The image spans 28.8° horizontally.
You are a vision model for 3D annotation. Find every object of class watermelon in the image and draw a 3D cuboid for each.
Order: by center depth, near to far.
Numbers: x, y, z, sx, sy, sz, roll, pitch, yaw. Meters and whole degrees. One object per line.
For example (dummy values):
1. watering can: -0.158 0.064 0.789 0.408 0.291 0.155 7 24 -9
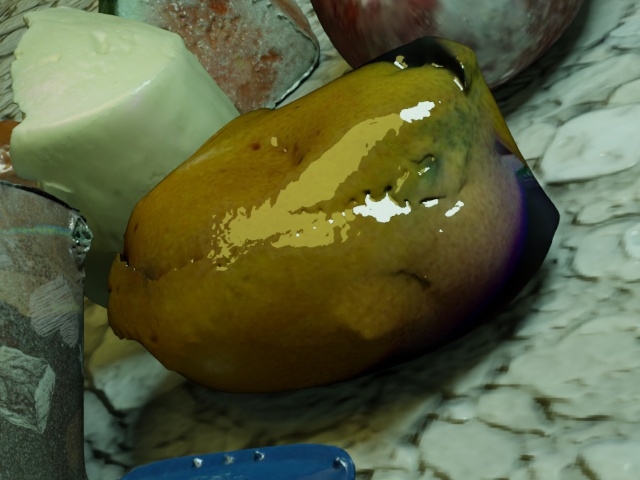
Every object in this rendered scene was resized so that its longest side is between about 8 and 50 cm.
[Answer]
1. watermelon: -0.103 -0.208 1.129 0.201 0.262 0.213 -7 29 -7

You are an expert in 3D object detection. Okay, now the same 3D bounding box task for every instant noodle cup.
1. instant noodle cup: -0.241 0.078 0.789 0.217 0.217 0.207 -11 69 33

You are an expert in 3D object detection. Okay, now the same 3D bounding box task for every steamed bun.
1. steamed bun: -0.152 -0.055 0.927 0.200 0.225 0.170 15 57 46

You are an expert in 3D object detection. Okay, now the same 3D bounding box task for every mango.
1. mango: 0.000 0.000 0.788 0.287 0.153 0.201 -21 35 20

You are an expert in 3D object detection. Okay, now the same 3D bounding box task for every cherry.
1. cherry: 0.102 -0.237 0.948 0.236 0.213 0.285 -29 52 46

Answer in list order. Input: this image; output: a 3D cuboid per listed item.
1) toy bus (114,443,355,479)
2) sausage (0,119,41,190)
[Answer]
1. toy bus: -0.043 0.242 0.498 0.138 0.175 0.288 -13 39 32
2. sausage: -0.342 -0.011 1.141 0.258 0.133 0.133 -42 33 -8
